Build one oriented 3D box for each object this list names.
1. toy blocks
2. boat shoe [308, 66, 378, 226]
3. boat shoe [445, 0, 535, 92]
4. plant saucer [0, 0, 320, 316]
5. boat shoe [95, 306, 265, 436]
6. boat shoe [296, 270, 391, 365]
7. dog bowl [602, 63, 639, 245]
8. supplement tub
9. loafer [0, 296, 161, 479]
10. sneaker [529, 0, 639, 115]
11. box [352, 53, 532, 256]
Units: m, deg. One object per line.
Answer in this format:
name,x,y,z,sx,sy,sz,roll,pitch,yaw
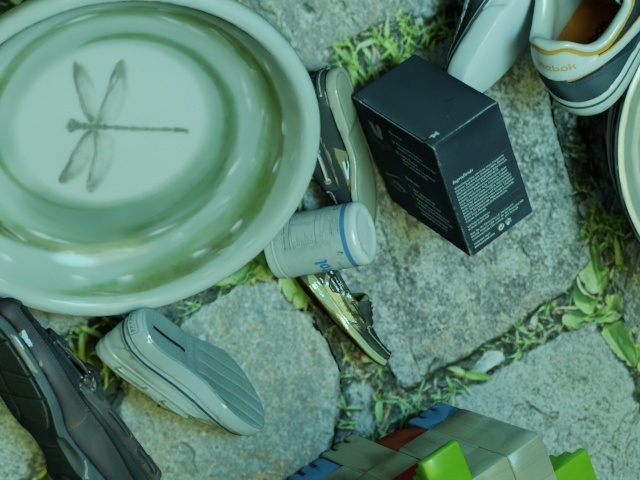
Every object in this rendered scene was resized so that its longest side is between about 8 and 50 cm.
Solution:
toy blocks,0.072,0.297,1.891,0.381,0.261,0.191,-31,110,-23
boat shoe,0.015,-0.090,1.888,0.065,0.075,0.206,-4,115,20
boat shoe,0.201,-0.299,1.895,0.301,0.102,0.108,-61,156,-5
plant saucer,-0.203,-0.104,1.703,0.400,0.100,0.400,-9,132,-11
boat shoe,-0.150,0.146,1.850,0.076,0.083,0.226,-26,131,23
boat shoe,0.036,0.078,1.925,0.049,0.056,0.152,-44,115,-5
dog bowl,0.512,-0.128,2.004,0.408,0.150,0.408,-2,103,-9
supplement tub,0.000,0.000,1.855,0.107,0.071,0.071,-11,112,22
loafer,-0.260,0.171,1.796,0.095,0.109,0.302,-42,124,-31
sneaker,0.326,-0.299,1.864,0.127,0.126,0.321,44,66,-52
box,0.131,-0.092,1.856,0.093,0.156,0.158,-35,129,-14
